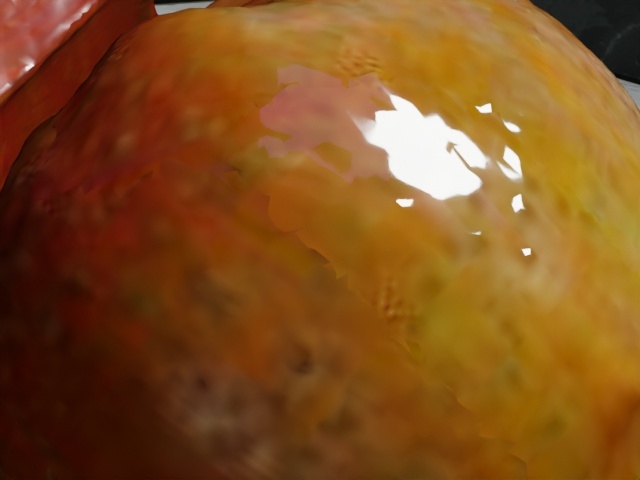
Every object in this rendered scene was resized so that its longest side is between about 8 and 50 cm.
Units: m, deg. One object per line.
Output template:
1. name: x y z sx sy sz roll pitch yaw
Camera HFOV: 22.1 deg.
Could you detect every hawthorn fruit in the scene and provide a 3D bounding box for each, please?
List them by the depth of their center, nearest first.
1. hawthorn fruit: 0.024 0.063 0.542 0.298 0.277 0.277 38 23 16

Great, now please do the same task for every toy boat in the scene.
1. toy boat: -0.166 -0.061 0.822 0.133 0.145 0.332 36 -22 11
